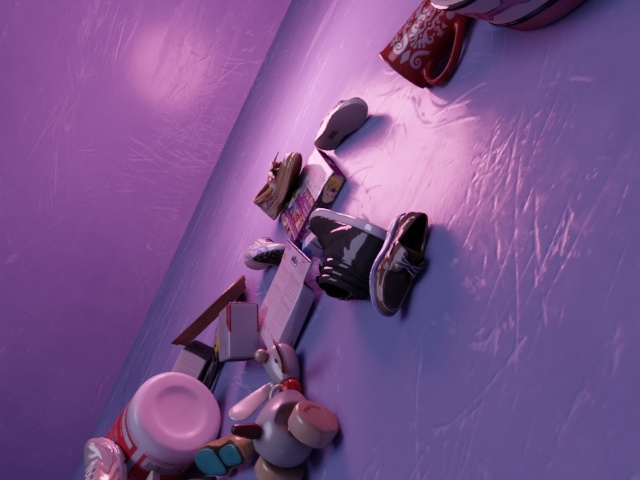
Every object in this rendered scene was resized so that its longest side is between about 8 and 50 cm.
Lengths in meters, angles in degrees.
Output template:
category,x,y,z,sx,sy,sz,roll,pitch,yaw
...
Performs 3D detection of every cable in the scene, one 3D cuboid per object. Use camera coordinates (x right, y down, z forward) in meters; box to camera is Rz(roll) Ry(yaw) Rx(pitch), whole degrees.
category,x,y,z,sx,sy,sz,roll,pitch,yaw
cable,-0.293,0.309,1.718,0.287,0.072,0.139,-59,16,20

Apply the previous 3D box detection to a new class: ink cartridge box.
category,x,y,z,sx,sy,sz,roll,pitch,yaw
ink cartridge box,-0.199,0.224,1.490,0.175,0.072,0.128,141,128,-69
ink cartridge box,-0.072,0.128,1.394,0.224,0.045,0.223,-67,19,6
ink cartridge box,0.000,0.000,1.359,0.083,0.048,0.028,-47,28,43

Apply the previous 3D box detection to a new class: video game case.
category,x,y,z,sx,sy,sz,roll,pitch,yaw
video game case,-0.027,-0.108,1.552,0.210,0.041,0.232,-61,21,14

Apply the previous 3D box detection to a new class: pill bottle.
category,x,y,z,sx,sy,sz,roll,pitch,yaw
pill bottle,-0.441,0.537,1.612,0.408,0.228,0.229,-50,26,37

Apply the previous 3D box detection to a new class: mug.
category,x,y,z,sx,sy,sz,roll,pitch,yaw
mug,0.222,-0.385,1.194,0.169,0.150,0.113,-52,-12,23

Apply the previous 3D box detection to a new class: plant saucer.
category,x,y,z,sx,sy,sz,roll,pitch,yaw
plant saucer,-0.310,0.206,1.766,0.278,0.041,0.278,-43,2,2

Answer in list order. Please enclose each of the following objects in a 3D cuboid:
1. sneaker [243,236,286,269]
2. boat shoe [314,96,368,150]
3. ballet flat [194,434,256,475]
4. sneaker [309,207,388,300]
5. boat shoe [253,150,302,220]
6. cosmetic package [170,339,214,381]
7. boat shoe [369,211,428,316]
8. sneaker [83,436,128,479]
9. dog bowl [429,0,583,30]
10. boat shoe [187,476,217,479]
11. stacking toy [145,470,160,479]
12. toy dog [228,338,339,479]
category,x,y,z,sx,sy,sz,roll,pitch,yaw
sneaker,-0.141,0.026,1.629,0.237,0.085,0.086,-15,59,63
boat shoe,0.048,-0.304,1.527,0.227,0.079,0.081,-36,40,59
ballet flat,-0.195,0.457,1.333,0.073,0.080,0.232,-30,-2,-41
sneaker,0.025,0.028,1.184,0.147,0.104,0.295,-63,24,-5
boat shoe,-0.122,-0.152,1.681,0.105,0.089,0.285,-61,1,-34
cosmetic package,-0.396,0.416,1.793,0.231,0.085,0.117,-65,-5,8
boat shoe,0.128,0.031,0.984,0.066,0.066,0.183,-27,43,57
sneaker,-0.504,0.558,1.405,0.099,0.121,0.262,-50,51,13
dog bowl,0.339,-0.503,0.925,0.408,0.150,0.408,-51,26,37
boat shoe,-0.279,0.585,1.415,0.190,0.068,0.072,131,139,-54
stacking toy,-0.370,0.711,1.388,0.309,0.130,0.279,-54,31,5
toy dog,-0.096,0.295,1.115,0.220,0.160,0.333,-66,21,-4
